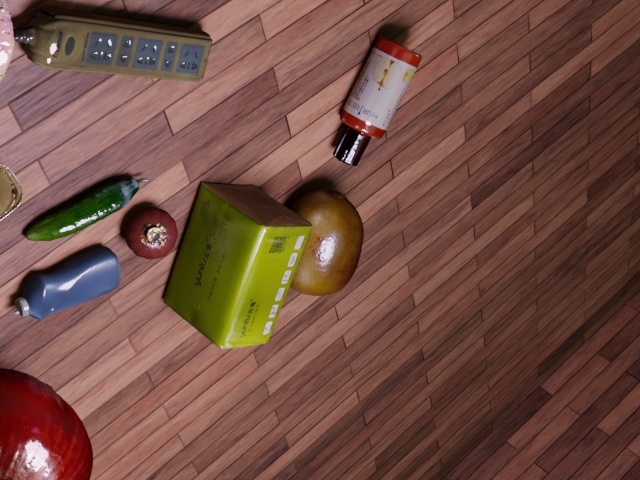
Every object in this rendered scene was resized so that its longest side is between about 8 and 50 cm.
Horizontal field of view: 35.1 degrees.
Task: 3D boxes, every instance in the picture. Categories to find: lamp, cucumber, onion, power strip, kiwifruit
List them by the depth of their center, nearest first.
[{"bbox_3d":[-0.338,-0.322,1.683,0.387,0.066,0.092,-4,118,-46],"label":"power strip"},{"bbox_3d":[-0.567,0.403,1.801,0.341,0.341,0.341,-28,136,-31],"label":"onion"},{"bbox_3d":[-0.412,-0.057,1.819,0.250,0.056,0.056,-32,138,-26],"label":"cucumber"},{"bbox_3d":[-0.321,-0.014,1.924,0.101,0.090,0.101,-2,97,-17],"label":"lamp"},{"bbox_3d":[0.000,0.000,2.210,0.196,0.196,0.234,-7,123,-45],"label":"kiwifruit"}]

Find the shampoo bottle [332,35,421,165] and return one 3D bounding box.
[{"bbox_3d":[0.111,-0.291,2.170,0.104,0.104,0.278,11,110,-51],"label":"shampoo bottle"}]

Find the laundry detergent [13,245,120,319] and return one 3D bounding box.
[{"bbox_3d":[-0.470,0.086,1.863,0.206,0.061,0.097,-26,143,-32],"label":"laundry detergent"}]

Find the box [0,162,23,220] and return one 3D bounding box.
[{"bbox_3d":[-0.562,-0.055,1.611,0.177,0.111,0.111,-40,141,-15],"label":"box"}]

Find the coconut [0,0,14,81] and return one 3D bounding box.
[{"bbox_3d":[-0.557,-0.288,1.343,0.245,0.233,0.233,-12,127,-35],"label":"coconut"}]

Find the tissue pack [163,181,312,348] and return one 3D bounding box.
[{"bbox_3d":[-0.171,0.048,2.047,0.167,0.200,0.275,0,118,-50],"label":"tissue pack"}]
